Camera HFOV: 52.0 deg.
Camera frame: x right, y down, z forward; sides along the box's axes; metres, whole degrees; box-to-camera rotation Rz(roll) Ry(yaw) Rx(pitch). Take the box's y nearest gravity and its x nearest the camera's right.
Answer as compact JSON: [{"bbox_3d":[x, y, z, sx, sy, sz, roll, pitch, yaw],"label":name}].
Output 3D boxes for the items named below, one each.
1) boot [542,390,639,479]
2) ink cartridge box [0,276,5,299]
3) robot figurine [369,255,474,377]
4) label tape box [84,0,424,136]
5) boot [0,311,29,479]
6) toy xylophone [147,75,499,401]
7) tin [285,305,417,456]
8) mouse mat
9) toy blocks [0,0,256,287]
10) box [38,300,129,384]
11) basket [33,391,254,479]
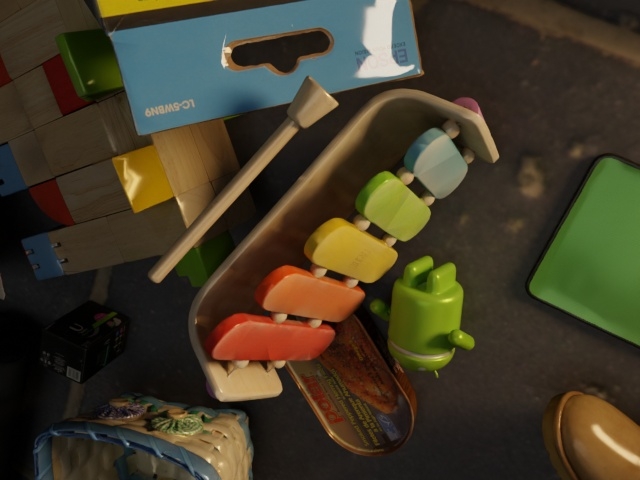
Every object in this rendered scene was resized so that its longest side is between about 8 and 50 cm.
[{"bbox_3d":[0.352,0.188,0.516,0.236,0.089,0.269,44,142,-11],"label":"boot"},{"bbox_3d":[-0.426,-0.035,0.764,0.225,0.056,0.180,5,109,32],"label":"ink cartridge box"},{"bbox_3d":[0.100,0.075,0.630,0.101,0.067,0.115,18,115,32],"label":"robot figurine"},{"bbox_3d":[-0.073,-0.266,0.487,0.241,0.106,0.333,-17,105,-21],"label":"label tape box"},{"bbox_3d":[-0.427,0.312,0.871,0.367,0.146,0.445,22,109,10],"label":"boot"},{"bbox_3d":[0.000,0.000,0.539,0.081,0.236,0.322,46,107,23],"label":"toy xylophone"},{"bbox_3d":[0.028,0.140,0.696,0.106,0.040,0.189,-29,96,21],"label":"tin"},{"bbox_3d":[0.298,0.025,0.576,0.190,0.007,0.152,26,114,9],"label":"mouse mat"},{"bbox_3d":[-0.235,-0.122,0.644,0.261,0.191,0.381,-10,104,34],"label":"toy blocks"},{"bbox_3d":[-0.276,0.118,0.771,0.062,0.083,0.052,22,115,12],"label":"box"},{"bbox_3d":[-0.212,0.290,0.690,0.255,0.289,0.201,5,114,15],"label":"basket"}]
